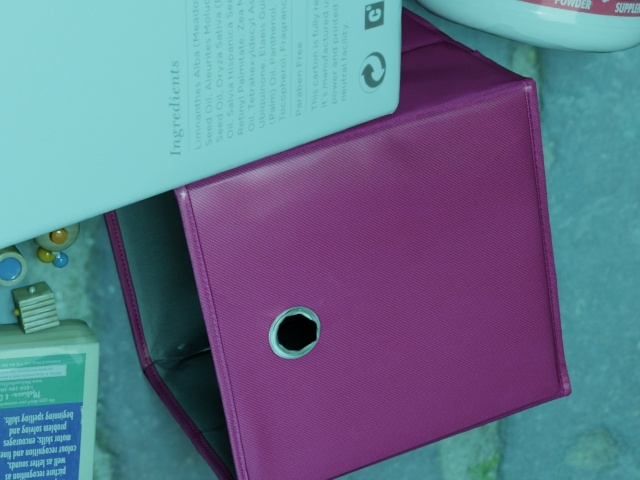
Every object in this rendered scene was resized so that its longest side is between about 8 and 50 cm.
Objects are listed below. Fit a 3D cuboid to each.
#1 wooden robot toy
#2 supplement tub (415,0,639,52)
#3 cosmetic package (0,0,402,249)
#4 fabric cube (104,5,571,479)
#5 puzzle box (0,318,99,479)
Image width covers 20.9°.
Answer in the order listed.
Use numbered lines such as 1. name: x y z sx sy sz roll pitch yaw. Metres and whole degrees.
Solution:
1. wooden robot toy: -0.209 -0.008 1.270 0.076 0.079 0.173 1 110 -24
2. supplement tub: 0.176 -0.287 1.254 0.191 0.191 0.272 3 110 -24
3. cosmetic package: -0.180 -0.122 1.004 0.453 0.230 0.161 -23 122 -44
4. fabric cube: 0.000 0.000 1.259 0.258 0.259 0.254 -17 116 -16
5. puzzle box: -0.371 0.204 1.304 0.409 0.052 0.272 -3 111 -22
